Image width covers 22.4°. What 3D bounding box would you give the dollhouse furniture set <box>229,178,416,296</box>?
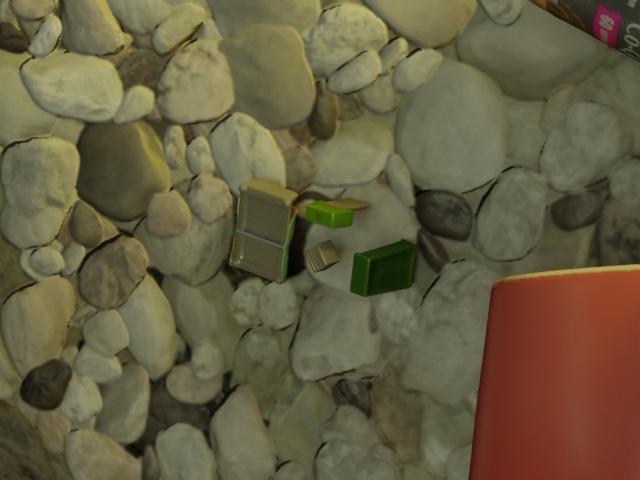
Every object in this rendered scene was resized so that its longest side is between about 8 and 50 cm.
[{"bbox_3d":[0.000,0.000,1.300,0.152,0.059,0.076,19,111,38],"label":"dollhouse furniture set"}]

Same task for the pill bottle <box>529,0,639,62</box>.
[{"bbox_3d":[0.283,-0.177,1.093,0.278,0.162,0.162,31,106,16],"label":"pill bottle"}]

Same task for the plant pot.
[{"bbox_3d":[0.220,0.142,1.115,0.275,0.275,0.243,-5,86,22],"label":"plant pot"}]
